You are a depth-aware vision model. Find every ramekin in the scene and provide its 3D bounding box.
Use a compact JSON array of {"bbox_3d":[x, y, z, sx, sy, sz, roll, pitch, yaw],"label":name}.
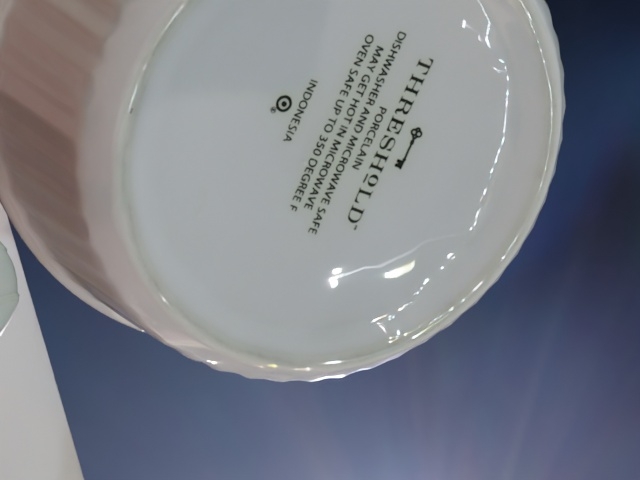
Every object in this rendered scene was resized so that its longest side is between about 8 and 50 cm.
[{"bbox_3d":[-0.013,-0.061,0.892,0.127,0.273,0.273,-139,-133,-59],"label":"ramekin"}]

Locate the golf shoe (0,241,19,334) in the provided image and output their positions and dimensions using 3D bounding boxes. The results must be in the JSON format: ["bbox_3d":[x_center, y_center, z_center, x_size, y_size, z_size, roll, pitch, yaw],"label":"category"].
[{"bbox_3d":[-0.143,0.020,0.562,0.086,0.186,0.067,-20,-95,32],"label":"golf shoe"}]

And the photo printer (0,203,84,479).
[{"bbox_3d":[-0.263,0.073,1.006,0.107,0.256,0.307,4,-68,53],"label":"photo printer"}]
